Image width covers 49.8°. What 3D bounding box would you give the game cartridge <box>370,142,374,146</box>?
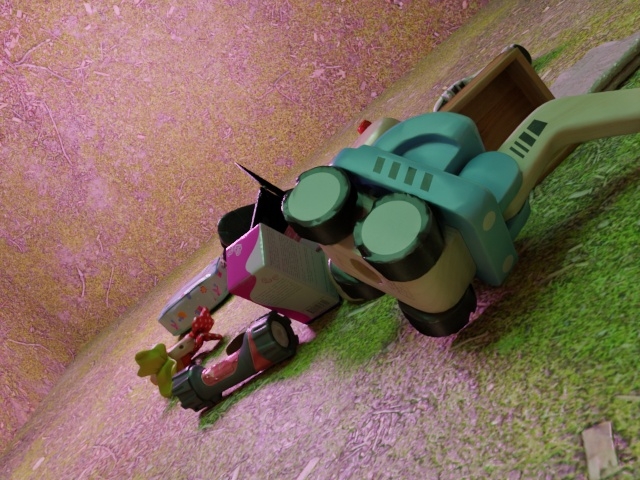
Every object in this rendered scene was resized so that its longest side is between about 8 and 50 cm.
[{"bbox_3d":[0.182,-0.127,1.409,0.297,0.198,0.062,-25,21,51],"label":"game cartridge"}]

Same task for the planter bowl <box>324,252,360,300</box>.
[{"bbox_3d":[0.072,0.023,1.354,0.162,0.109,0.162,-29,31,19],"label":"planter bowl"}]

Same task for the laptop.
[{"bbox_3d":[-0.101,-0.033,1.592,0.136,0.234,0.265,-12,59,43],"label":"laptop"}]

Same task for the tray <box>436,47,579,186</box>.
[{"bbox_3d":[0.238,-0.114,1.190,0.411,0.203,0.076,-43,12,-5],"label":"tray"}]

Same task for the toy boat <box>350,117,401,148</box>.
[{"bbox_3d":[0.164,-0.253,2.000,0.267,0.148,0.318,-49,10,28],"label":"toy boat"}]

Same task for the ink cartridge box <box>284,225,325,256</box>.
[{"bbox_3d":[0.036,-0.008,1.514,0.115,0.198,0.067,-53,-4,-40],"label":"ink cartridge box"}]

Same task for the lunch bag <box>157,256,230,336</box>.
[{"bbox_3d":[-0.405,0.184,2.313,0.279,0.108,0.224,-39,10,9],"label":"lunch bag"}]

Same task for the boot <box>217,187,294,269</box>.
[{"bbox_3d":[-0.124,-0.021,2.019,0.377,0.138,0.284,-18,-17,-18],"label":"boot"}]

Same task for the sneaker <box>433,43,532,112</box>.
[{"bbox_3d":[0.424,-0.401,1.831,0.292,0.110,0.118,-34,5,-4],"label":"sneaker"}]

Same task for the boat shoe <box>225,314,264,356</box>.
[{"bbox_3d":[-0.170,0.228,1.625,0.135,0.050,0.045,-37,7,-23],"label":"boat shoe"}]

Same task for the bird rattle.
[{"bbox_3d":[-0.383,0.300,1.855,0.253,0.143,0.207,-48,-2,-36],"label":"bird rattle"}]

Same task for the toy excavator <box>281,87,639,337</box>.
[{"bbox_3d":[0.234,-0.091,0.961,0.432,0.222,0.445,25,73,40],"label":"toy excavator"}]

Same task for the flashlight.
[{"bbox_3d":[-0.188,0.254,1.441,0.304,0.103,0.103,-30,52,25],"label":"flashlight"}]

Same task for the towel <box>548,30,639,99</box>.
[{"bbox_3d":[0.511,-0.301,1.344,0.282,0.049,0.187,-45,13,-11],"label":"towel"}]

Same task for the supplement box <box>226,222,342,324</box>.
[{"bbox_3d":[-0.074,0.072,1.403,0.111,0.220,0.114,-34,47,29],"label":"supplement box"}]
